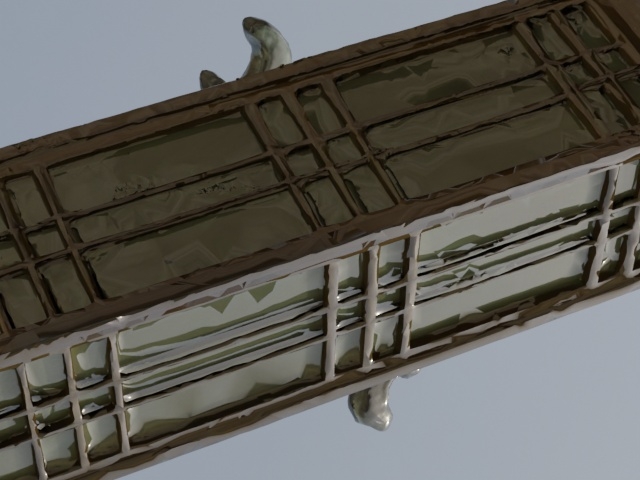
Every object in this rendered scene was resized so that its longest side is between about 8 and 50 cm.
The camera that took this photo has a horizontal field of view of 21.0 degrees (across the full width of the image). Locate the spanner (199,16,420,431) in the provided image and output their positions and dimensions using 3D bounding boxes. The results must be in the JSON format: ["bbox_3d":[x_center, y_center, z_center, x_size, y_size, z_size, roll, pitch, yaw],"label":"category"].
[{"bbox_3d":[0.000,0.000,0.877,0.015,0.254,0.054,18,-127,43],"label":"spanner"}]

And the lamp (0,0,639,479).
[{"bbox_3d":[-0.034,0.007,0.503,0.325,0.090,0.089,-18,-129,-17],"label":"lamp"}]
